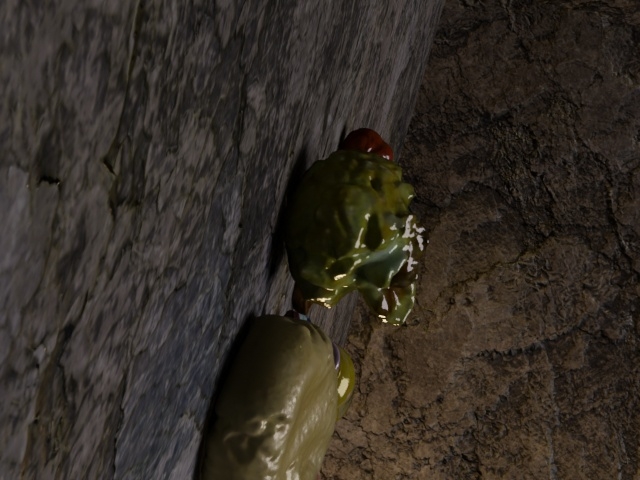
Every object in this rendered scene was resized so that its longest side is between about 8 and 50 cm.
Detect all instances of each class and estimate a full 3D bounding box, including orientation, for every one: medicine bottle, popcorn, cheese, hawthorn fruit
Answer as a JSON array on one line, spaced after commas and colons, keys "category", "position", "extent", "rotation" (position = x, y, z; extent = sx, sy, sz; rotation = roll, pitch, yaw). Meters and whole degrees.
[{"category": "medicine bottle", "position": [-0.005, 0.209, 1.580], "extent": [0.212, 0.122, 0.122], "rotation": [92, 14, -67]}, {"category": "popcorn", "position": [0.047, 0.001, 1.218], "extent": [0.198, 0.212, 0.198], "rotation": [-40, 173, -6]}, {"category": "cheese", "position": [-0.053, 0.195, 1.137], "extent": [0.226, 0.117, 0.214], "rotation": [-55, 154, -61]}, {"category": "hawthorn fruit", "position": [0.069, -0.132, 1.590], "extent": [0.093, 0.093, 0.093], "rotation": [16, 90, -84]}]

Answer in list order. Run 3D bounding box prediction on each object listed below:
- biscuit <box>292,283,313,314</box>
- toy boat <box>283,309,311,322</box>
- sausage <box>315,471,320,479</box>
[{"category": "biscuit", "position": [0.002, 0.001, 1.532], "extent": [0.215, 0.034, 0.182], "rotation": [100, 8, -45]}, {"category": "toy boat", "position": [-0.055, 0.177, 1.325], "extent": [0.046, 0.080, 0.229], "rotation": [55, 40, -35]}, {"category": "sausage", "position": [-0.077, 0.606, 2.185], "extent": [0.088, 0.088, 0.433], "rotation": [97, 9, -55]}]
